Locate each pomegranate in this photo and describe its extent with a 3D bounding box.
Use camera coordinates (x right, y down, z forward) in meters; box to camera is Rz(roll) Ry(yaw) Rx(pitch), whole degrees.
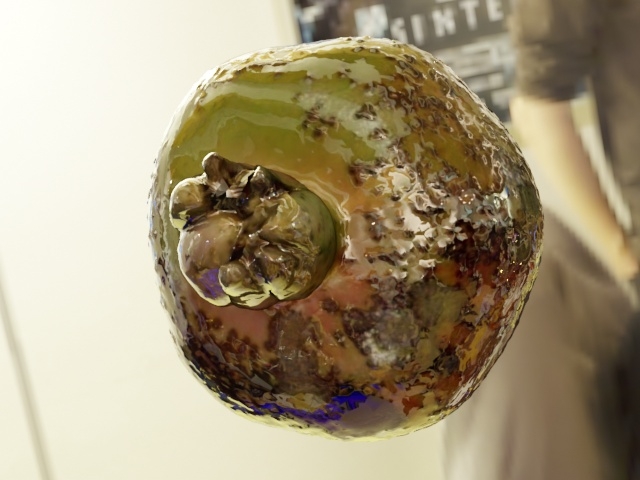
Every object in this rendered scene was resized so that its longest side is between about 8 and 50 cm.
[{"bbox_3d":[0.000,0.000,1.163,0.285,0.285,0.340,-6,0,19],"label":"pomegranate"}]
